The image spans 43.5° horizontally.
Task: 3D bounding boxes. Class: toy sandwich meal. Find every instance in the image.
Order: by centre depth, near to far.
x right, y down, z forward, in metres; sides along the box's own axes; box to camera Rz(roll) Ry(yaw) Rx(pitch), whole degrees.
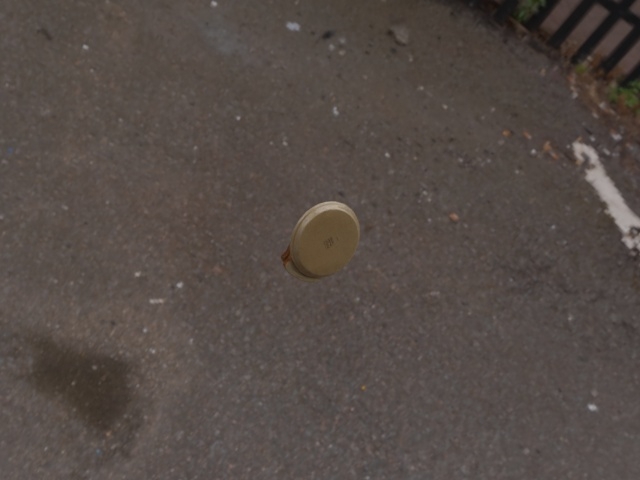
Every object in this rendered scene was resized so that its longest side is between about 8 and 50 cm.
[{"bbox_3d":[0.000,0.000,0.771,0.085,0.086,0.029,10,13,-35],"label":"toy sandwich meal"}]
